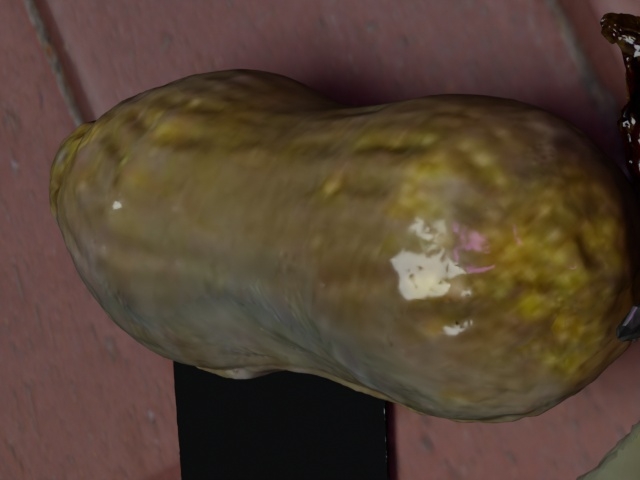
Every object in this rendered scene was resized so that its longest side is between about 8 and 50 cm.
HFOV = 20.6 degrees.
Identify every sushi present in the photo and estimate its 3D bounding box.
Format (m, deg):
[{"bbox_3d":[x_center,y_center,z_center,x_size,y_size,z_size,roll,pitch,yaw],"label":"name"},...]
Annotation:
[{"bbox_3d":[0.129,-0.037,0.617,0.050,0.047,0.099,-29,83,47],"label":"sushi"}]

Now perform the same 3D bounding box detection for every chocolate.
[{"bbox_3d":[0.000,0.000,0.715,0.309,0.134,0.134,12,111,45],"label":"chocolate"}]

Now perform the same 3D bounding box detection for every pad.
[{"bbox_3d":[-0.022,0.116,0.872,0.170,0.006,0.245,13,111,48],"label":"pad"}]

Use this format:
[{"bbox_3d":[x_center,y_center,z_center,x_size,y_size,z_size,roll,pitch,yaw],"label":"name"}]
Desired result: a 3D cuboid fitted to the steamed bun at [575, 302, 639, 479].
[{"bbox_3d":[0.195,0.059,0.424,0.206,0.275,0.320,46,170,14],"label":"steamed bun"}]
